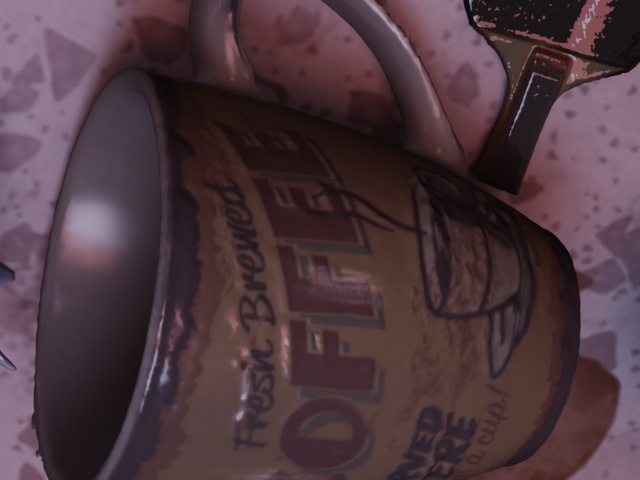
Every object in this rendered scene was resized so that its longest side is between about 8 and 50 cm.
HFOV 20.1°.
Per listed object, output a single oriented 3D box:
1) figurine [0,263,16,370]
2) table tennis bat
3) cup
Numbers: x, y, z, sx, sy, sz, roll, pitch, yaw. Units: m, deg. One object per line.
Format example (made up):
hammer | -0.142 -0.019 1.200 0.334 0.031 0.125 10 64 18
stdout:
figurine | -0.249 -0.003 0.956 0.184 0.128 0.208 -43 118 17
table tennis bat | 0.134 -0.126 0.995 0.130 0.019 0.220 15 112 -12
cup | 0.000 0.000 0.965 0.257 0.227 0.301 8 86 -24
